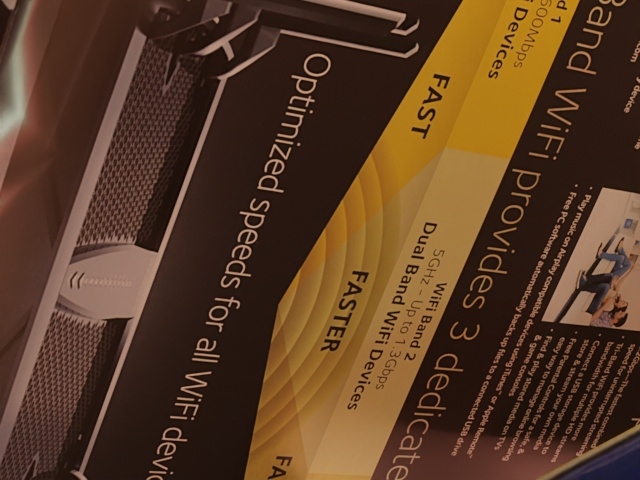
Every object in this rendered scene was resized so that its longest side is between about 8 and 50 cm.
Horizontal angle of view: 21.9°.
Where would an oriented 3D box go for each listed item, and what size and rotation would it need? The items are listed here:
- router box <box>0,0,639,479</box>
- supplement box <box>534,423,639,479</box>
[{"bbox_3d":[0.000,0.000,0.451,0.081,0.243,0.309,48,-58,50],"label":"router box"},{"bbox_3d":[0.201,0.197,0.354,0.195,0.194,0.356,-38,-130,41],"label":"supplement box"}]
